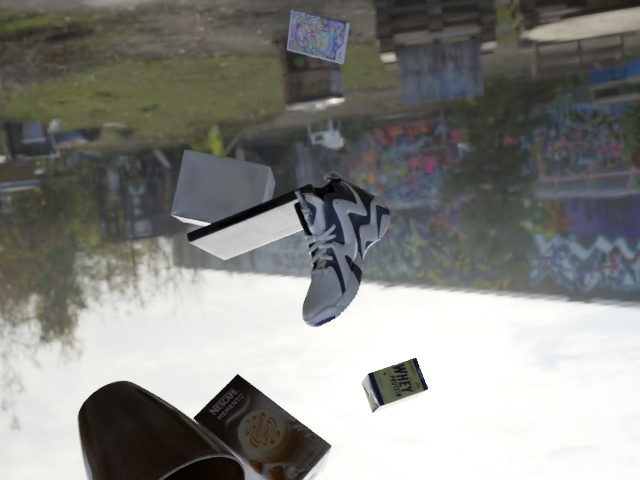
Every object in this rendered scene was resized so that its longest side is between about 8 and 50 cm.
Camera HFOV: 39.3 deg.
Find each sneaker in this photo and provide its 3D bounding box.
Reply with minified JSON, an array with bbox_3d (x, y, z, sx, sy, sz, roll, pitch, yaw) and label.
[{"bbox_3d":[0.000,0.000,1.334,0.153,0.235,0.094,41,159,-25],"label":"sneaker"}]

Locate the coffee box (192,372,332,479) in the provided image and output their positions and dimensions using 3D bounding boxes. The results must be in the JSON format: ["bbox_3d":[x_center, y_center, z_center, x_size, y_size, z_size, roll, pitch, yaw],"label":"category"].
[{"bbox_3d":[-0.119,0.401,1.774,0.246,0.098,0.141,33,-127,19],"label":"coffee box"}]

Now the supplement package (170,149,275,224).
[{"bbox_3d":[-0.212,-0.099,1.992,0.194,0.149,0.203,11,176,0],"label":"supplement package"}]

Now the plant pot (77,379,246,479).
[{"bbox_3d":[-0.263,0.321,1.327,0.215,0.215,0.230,-10,-140,-41],"label":"plant pot"}]

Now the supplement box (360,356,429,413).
[{"bbox_3d":[0.117,0.230,1.417,0.083,0.056,0.083,-17,164,-12],"label":"supplement box"}]

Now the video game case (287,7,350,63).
[{"bbox_3d":[-0.005,-0.410,1.796,0.122,0.087,0.011,16,-146,12],"label":"video game case"}]

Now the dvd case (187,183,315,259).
[{"bbox_3d":[-0.105,-0.032,1.694,0.253,0.022,0.180,-21,163,11],"label":"dvd case"}]
